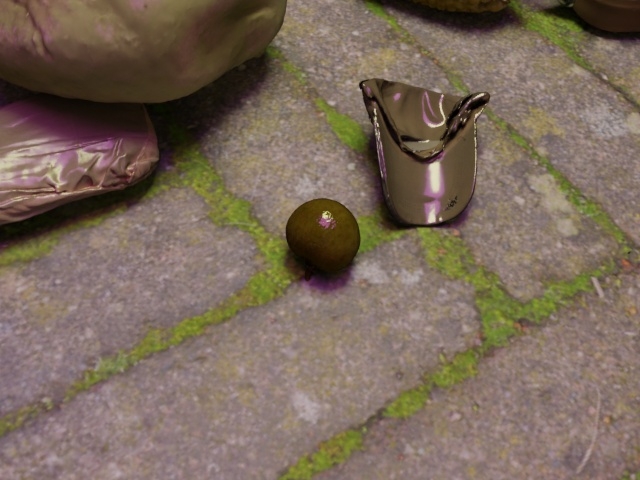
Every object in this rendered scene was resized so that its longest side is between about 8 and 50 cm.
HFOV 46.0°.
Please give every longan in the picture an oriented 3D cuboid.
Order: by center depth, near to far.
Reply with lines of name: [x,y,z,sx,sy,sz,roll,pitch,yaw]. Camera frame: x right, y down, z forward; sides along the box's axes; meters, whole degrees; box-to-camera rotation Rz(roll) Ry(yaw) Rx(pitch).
longan: [0.000,0.000,0.734,0.075,0.075,0.083,28,98,14]

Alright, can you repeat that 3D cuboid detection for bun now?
bun: [-0.209,-0.290,0.800,0.361,0.213,0.361,1,34,-1]

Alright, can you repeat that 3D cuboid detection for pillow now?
pillow: [-0.300,-0.091,0.766,0.270,0.067,0.173,-20,54,-21]

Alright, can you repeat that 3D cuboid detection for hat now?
hat: [0.098,-0.097,0.817,0.147,0.085,0.175,8,76,-13]

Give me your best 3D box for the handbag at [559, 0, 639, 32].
handbag: [0.386,-0.416,1.016,0.283,0.149,0.302,-9,58,-14]

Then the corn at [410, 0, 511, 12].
corn: [0.113,-0.383,0.977,0.347,0.130,0.130,19,55,10]
